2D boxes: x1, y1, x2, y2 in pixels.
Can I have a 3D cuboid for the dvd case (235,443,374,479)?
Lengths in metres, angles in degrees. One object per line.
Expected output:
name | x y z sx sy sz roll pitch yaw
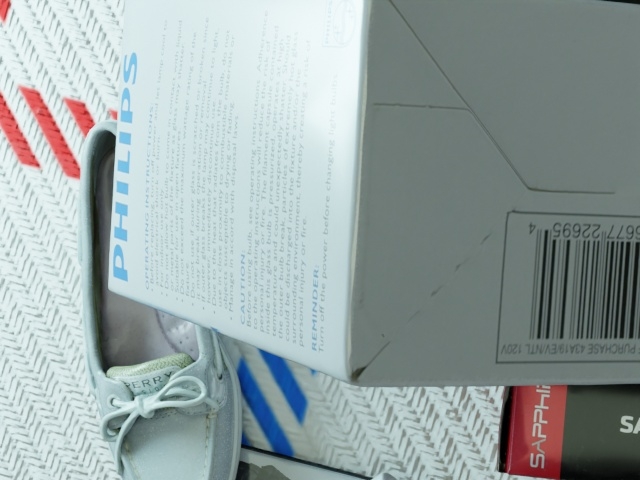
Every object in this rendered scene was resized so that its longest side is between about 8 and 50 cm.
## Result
dvd case | 0.003 0.270 1.432 0.238 0.029 0.179 13 91 12

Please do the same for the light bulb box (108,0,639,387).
light bulb box | 0.090 -0.047 1.179 0.357 0.361 0.225 2 95 -27

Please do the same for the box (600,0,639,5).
box | 0.307 -0.282 1.260 0.257 0.079 0.322 7 49 11

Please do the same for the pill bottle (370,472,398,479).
pill bottle | -0.013 0.276 1.358 0.221 0.121 0.121 -36 82 8

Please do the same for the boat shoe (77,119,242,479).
boat shoe | -0.136 0.066 1.419 0.118 0.103 0.321 -8 81 14

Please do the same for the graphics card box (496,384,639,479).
graphics card box | 0.324 0.131 1.258 0.370 0.233 0.094 6 89 15
